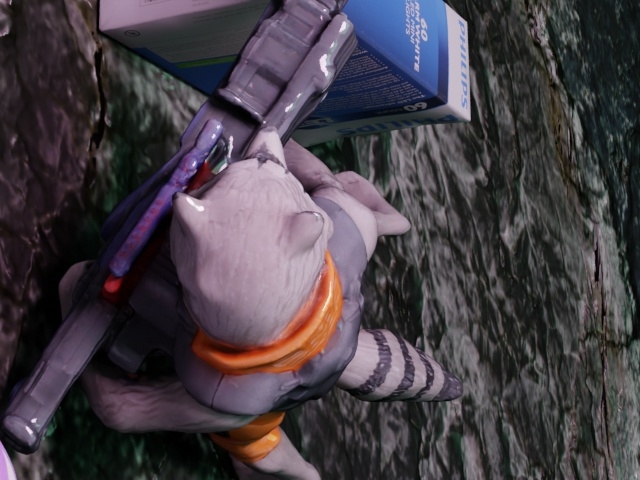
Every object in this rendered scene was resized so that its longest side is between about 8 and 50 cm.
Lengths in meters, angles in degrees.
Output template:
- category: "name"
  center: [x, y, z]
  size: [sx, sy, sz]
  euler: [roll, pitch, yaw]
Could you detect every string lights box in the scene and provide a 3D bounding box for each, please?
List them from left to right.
- category: "string lights box"
  center: [-0.014, -0.133, 1.130]
  size: [0.260, 0.133, 0.076]
  euler: [27, 59, -61]

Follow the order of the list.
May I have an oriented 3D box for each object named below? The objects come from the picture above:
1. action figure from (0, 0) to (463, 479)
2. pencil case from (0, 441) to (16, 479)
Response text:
- category: "action figure"
  center: [0.000, 0.000, 0.962]
  size: [0.341, 0.178, 0.330]
  euler: [-58, 167, -1]
- category: "pencil case"
  center: [-0.204, 0.125, 0.714]
  size: [0.088, 0.086, 0.206]
  euler: [53, 26, 1]
